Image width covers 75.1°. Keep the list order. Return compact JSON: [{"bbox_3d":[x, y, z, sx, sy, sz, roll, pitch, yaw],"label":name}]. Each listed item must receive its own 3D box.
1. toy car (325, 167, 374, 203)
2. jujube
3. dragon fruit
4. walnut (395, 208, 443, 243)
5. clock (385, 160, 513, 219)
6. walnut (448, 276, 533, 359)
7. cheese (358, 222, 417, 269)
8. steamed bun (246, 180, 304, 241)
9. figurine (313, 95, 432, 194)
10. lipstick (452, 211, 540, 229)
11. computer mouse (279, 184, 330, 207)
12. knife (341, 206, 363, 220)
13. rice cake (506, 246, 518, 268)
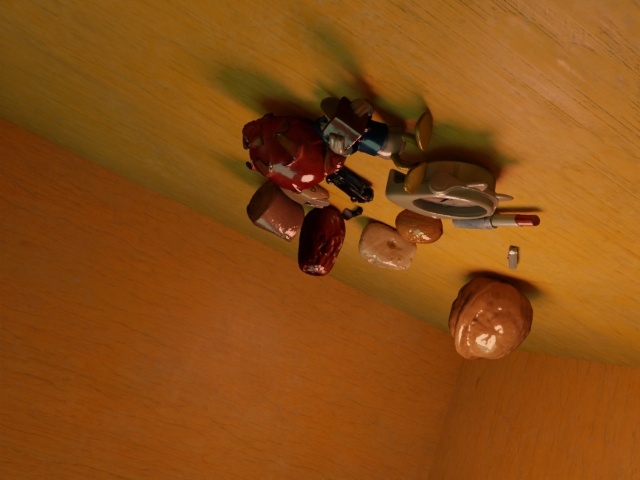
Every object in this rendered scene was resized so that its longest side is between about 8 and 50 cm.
[{"bbox_3d":[0.104,-0.209,1.518,0.216,0.063,0.103,35,161,-20],"label":"toy car"},{"bbox_3d":[0.000,0.000,1.901,0.222,0.318,0.223,12,165,3],"label":"jujube"},{"bbox_3d":[-0.086,-0.268,1.296,0.314,0.251,0.250,12,173,-33],"label":"dragon fruit"},{"bbox_3d":[0.359,-0.059,1.528,0.180,0.144,0.144,18,165,35],"label":"walnut"},{"bbox_3d":[0.374,-0.142,1.197,0.265,0.109,0.324,17,171,-34],"label":"clock"},{"bbox_3d":[0.770,0.354,1.915,0.383,0.384,0.383,21,165,6],"label":"walnut"},{"bbox_3d":[0.267,0.029,1.909,0.247,0.174,0.251,27,169,-22],"label":"cheese"},{"bbox_3d":[-0.187,-0.148,1.876,0.251,0.199,0.301,29,-165,-26],"label":"steamed bun"},{"bbox_3d":[0.090,-0.273,1.099,0.338,0.205,0.283,26,-164,40],"label":"figurine"},{"bbox_3d":[0.563,-0.067,1.348,0.068,0.061,0.274,36,161,-35],"label":"lipstick"},{"bbox_3d":[-0.073,-0.204,1.753,0.236,0.082,0.145,29,163,-20],"label":"computer mouse"},{"bbox_3d":[0.131,-0.121,1.870,0.060,0.028,0.230,37,166,-7],"label":"knife"},{"bbox_3d":[0.744,0.070,1.615,0.042,0.031,0.180,8,160,28],"label":"rice cake"}]
